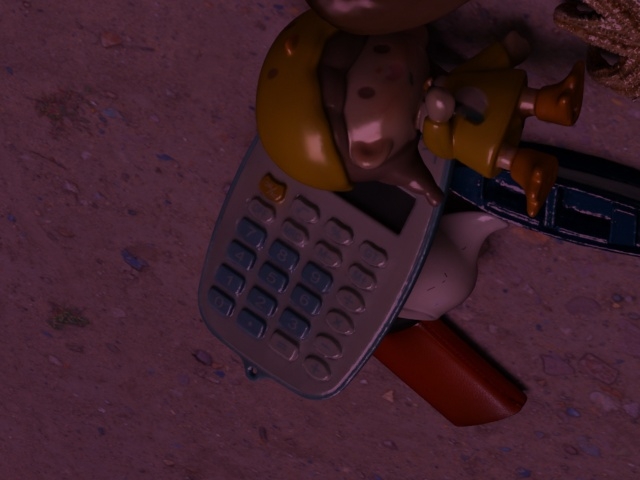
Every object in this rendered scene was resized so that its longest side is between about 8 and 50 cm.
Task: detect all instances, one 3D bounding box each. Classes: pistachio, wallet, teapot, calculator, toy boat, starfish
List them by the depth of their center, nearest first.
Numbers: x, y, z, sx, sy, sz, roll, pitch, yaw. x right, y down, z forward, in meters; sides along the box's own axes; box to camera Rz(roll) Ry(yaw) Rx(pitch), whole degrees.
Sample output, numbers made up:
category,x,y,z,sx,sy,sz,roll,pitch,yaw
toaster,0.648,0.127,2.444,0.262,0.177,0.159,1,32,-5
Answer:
category,x,y,z,sx,sy,sz,roll,pitch,yaw
pistachio,0.098,-0.291,1.816,0.260,0.163,0.213,-10,175,19
starfish,0.343,-0.203,1.835,0.238,0.071,0.216,20,153,0
toy boat,0.266,-0.056,2.096,0.299,0.062,0.096,17,147,15
calculator,0.000,0.000,2.153,0.256,0.054,0.386,34,108,21
teapot,0.071,0.011,2.266,0.299,0.166,0.208,18,-172,27
wallet,0.163,0.171,2.507,0.204,0.045,0.142,41,143,-22

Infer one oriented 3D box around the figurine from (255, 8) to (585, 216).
category,x,y,z,sx,sy,sz,roll,pitch,yaw
figurine,0.094,-0.136,1.954,0.343,0.215,0.187,16,150,24
